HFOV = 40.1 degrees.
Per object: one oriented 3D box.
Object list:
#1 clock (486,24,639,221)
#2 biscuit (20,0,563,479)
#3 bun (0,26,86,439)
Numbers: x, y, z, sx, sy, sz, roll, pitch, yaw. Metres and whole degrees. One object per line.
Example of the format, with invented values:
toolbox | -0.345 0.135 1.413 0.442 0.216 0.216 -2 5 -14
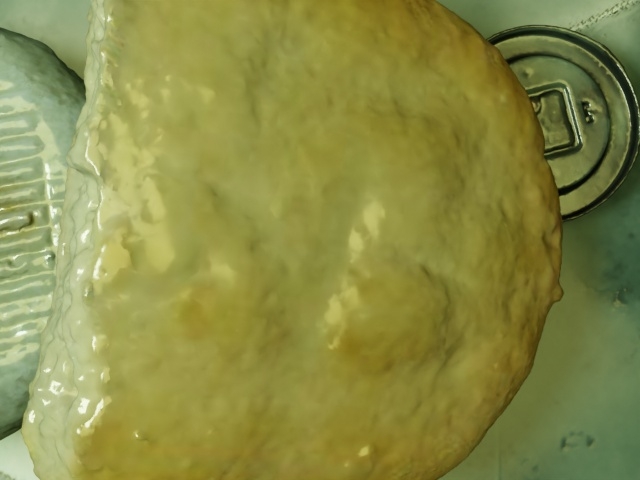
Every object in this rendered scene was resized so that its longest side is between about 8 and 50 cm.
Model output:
clock | 0.199 -0.105 0.810 0.184 0.040 0.184 0 87 1
biscuit | 0.001 0.000 0.665 0.446 0.104 0.429 16 81 -22
bun | -0.318 -0.007 0.713 0.362 0.211 0.362 1 84 -10
